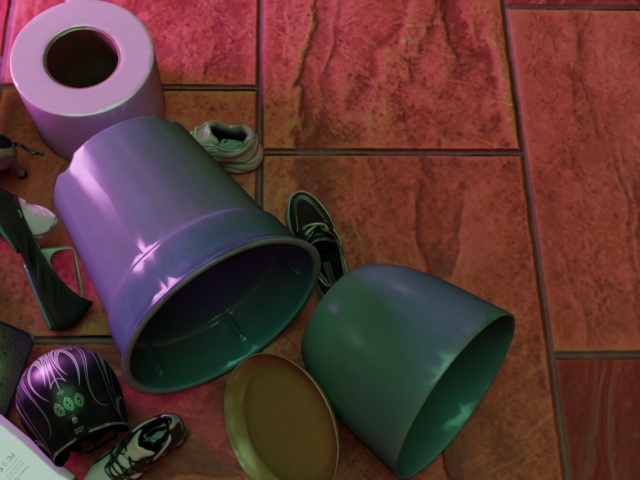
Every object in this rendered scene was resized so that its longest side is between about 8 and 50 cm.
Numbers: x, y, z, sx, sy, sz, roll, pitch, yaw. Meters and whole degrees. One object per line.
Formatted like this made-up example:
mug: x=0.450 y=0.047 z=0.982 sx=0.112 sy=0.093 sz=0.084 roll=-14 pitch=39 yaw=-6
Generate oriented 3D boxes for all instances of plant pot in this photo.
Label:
plant pot: x=-0.231 y=0.003 z=1.388 sx=0.341 sy=0.341 sz=0.334 roll=-31 pitch=63 yaw=-15
plant pot: x=-0.055 y=0.280 z=1.335 sx=0.032 sy=0.236 sz=0.236 roll=-14 pitch=62 yaw=-48
plant pot: x=0.114 y=0.171 z=1.345 sx=0.235 sy=0.293 sz=0.293 roll=34 pitch=68 yaw=25

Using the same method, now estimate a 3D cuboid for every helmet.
helmet: x=-0.380 y=0.241 z=1.343 sx=0.169 sy=0.169 sz=0.161 roll=-27 pitch=70 yaw=-14

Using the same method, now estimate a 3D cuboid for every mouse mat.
mouse mat: x=-0.549 y=0.211 z=1.399 sx=0.153 sy=0.007 sz=0.189 roll=20 pitch=90 yaw=6

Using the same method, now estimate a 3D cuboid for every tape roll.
tape roll: x=-0.408 y=-0.279 z=1.577 sx=0.246 sy=0.169 sz=0.246 roll=1 pitch=65 yaw=-2

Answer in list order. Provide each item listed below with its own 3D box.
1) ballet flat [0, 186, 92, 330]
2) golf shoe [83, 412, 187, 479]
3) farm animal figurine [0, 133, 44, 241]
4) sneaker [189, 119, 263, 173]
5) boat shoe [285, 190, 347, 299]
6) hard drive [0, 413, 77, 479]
ballet flat: x=-0.456 y=0.012 z=1.435 sx=0.096 sy=0.095 sz=0.280 roll=-29 pitch=109 yaw=-15
golf shoe: x=-0.295 y=0.331 z=1.350 sx=0.077 sy=0.094 sz=0.198 roll=42 pitch=72 yaw=14
farm animal figurine: x=-0.650 y=-0.039 z=1.455 sx=0.327 sy=0.172 sz=0.330 roll=4 pitch=66 yaw=-1
sneaker: x=-0.218 y=-0.169 z=1.565 sx=0.232 sy=0.115 sz=0.090 roll=-12 pitch=67 yaw=-8
boat shoe: x=0.000 y=0.000 z=1.524 sx=0.078 sy=0.070 sz=0.219 roll=-20 pitch=68 yaw=-11
hard drive: x=-0.555 y=0.344 z=1.339 sx=0.307 sy=0.040 sz=0.203 roll=37 pitch=70 yaw=6
